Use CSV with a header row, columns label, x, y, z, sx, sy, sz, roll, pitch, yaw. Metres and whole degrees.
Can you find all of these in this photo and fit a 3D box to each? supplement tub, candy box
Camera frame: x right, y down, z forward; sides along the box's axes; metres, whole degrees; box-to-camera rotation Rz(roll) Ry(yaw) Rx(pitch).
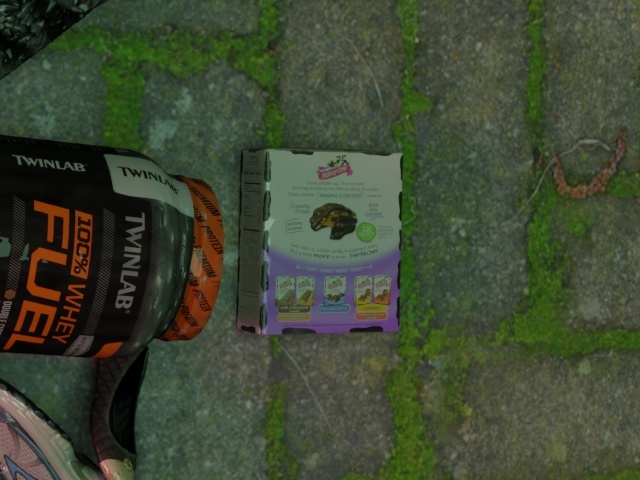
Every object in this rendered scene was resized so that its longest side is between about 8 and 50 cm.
label,x,y,z,sx,sy,sz,roll,pitch,yaw
supplement tub,-0.277,0.005,1.649,0.338,0.207,0.207,5,90,-26
candy box,0.000,0.000,1.858,0.165,0.070,0.196,1,92,-26

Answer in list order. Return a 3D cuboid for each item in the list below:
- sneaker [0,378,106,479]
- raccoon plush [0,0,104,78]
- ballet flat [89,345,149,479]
label,x,y,z,sx,sy,sz,roll,pitch,yaw
sneaker,-0.293,0.233,1.707,0.122,0.110,0.283,-47,110,-13
raccoon plush,-0.279,-0.359,1.647,0.446,0.216,0.299,-40,100,-19
ballet flat,-0.198,0.171,1.733,0.057,0.049,0.173,52,26,-47
